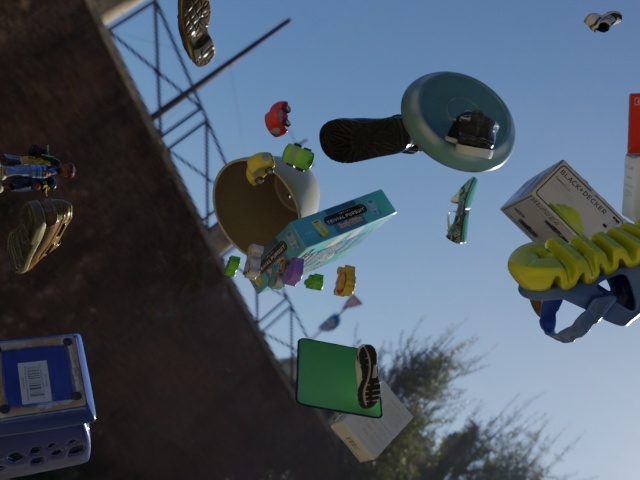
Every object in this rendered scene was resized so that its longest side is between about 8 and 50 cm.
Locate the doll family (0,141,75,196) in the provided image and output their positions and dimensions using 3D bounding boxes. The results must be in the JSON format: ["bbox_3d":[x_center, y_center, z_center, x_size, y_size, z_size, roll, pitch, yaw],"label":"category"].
[{"bbox_3d":[-0.472,-0.113,1.220,0.193,0.111,0.076,42,-55,55],"label":"doll family"}]

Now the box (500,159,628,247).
[{"bbox_3d":[0.469,-0.052,1.467,0.169,0.087,0.290,45,-1,3],"label":"box"}]

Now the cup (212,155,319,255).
[{"bbox_3d":[-0.134,-0.127,2.302,0.330,0.237,0.331,16,-60,29],"label":"cup"}]

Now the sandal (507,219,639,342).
[{"bbox_3d":[0.417,0.056,1.026,0.126,0.317,0.138,-95,176,-69],"label":"sandal"}]

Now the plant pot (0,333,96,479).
[{"bbox_3d":[-0.587,0.325,1.510,0.212,0.235,0.236,-58,-137,44],"label":"plant pot"}]

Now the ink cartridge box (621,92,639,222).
[{"bbox_3d":[0.721,-0.162,1.401,0.060,0.274,0.239,-89,176,-75],"label":"ink cartridge box"}]

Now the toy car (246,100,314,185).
[{"bbox_3d":[-0.101,-0.235,1.899,0.053,0.239,0.225,17,8,-43],"label":"toy car"}]

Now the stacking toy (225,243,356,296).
[{"bbox_3d":[-0.057,0.058,1.199,0.166,0.052,0.221,13,-11,-17],"label":"stacking toy"}]

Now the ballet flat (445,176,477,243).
[{"bbox_3d":[0.381,-0.086,2.031,0.070,0.189,0.070,12,3,-1],"label":"ballet flat"}]

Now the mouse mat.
[{"bbox_3d":[0.031,0.239,1.305,0.190,0.152,0.007,-89,-168,-61],"label":"mouse mat"}]

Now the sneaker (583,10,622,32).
[{"bbox_3d":[0.520,-0.395,1.353,0.032,0.083,0.037,110,-39,-56],"label":"sneaker"}]

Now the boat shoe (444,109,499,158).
[{"bbox_3d":[0.349,-0.248,1.673,0.114,0.091,0.302,11,14,-2],"label":"boat shoe"}]

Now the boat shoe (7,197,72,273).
[{"bbox_3d":[-0.693,-0.004,1.834,0.307,0.104,0.111,-36,-106,49],"label":"boat shoe"}]

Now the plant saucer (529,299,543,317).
[{"bbox_3d":[0.430,0.123,1.457,0.083,0.015,0.084,160,-90,-84],"label":"plant saucer"}]

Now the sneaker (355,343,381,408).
[{"bbox_3d":[0.077,0.224,1.232,0.044,0.040,0.109,-175,-93,-81],"label":"sneaker"}]

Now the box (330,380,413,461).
[{"bbox_3d":[0.138,0.483,1.978,0.130,0.170,0.091,51,-31,2],"label":"box"}]

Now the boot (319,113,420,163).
[{"bbox_3d":[0.197,-0.310,2.188,0.347,0.260,0.131,5,-73,38],"label":"boot"}]

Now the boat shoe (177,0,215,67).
[{"bbox_3d":[-0.242,-0.407,1.380,0.060,0.064,0.178,40,-28,26],"label":"boat shoe"}]

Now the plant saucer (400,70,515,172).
[{"bbox_3d":[0.360,-0.316,1.889,0.317,0.317,0.044,45,-32,11],"label":"plant saucer"}]

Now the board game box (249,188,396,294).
[{"bbox_3d":[0.000,0.000,1.906,0.079,0.336,0.254,58,-43,11],"label":"board game box"}]
